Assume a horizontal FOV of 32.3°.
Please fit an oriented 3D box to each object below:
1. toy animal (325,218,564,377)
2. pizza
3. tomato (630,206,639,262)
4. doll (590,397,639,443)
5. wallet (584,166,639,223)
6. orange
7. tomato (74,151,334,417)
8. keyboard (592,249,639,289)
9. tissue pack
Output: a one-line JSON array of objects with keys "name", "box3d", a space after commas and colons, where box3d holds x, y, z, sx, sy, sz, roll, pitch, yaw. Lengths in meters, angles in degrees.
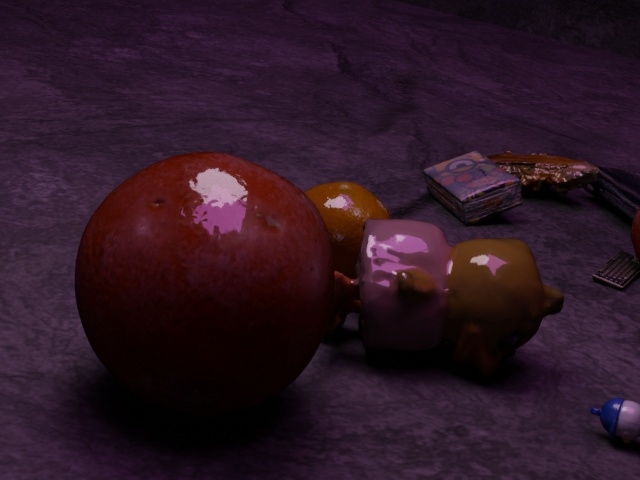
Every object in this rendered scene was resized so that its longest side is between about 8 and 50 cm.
[{"name": "toy animal", "box3d": [0.143, 0.063, 1.301, 0.281, 0.169, 0.195, 13, -13, 5]}, {"name": "pizza", "box3d": [0.376, -0.115, 1.945, 0.226, 0.069, 0.147, 4, 13, 12]}, {"name": "tomato", "box3d": [0.511, -0.002, 1.643, 0.091, 0.139, 0.159, -13, 30, 22]}, {"name": "doll", "box3d": [0.356, 0.200, 1.169, 0.143, 0.058, 0.099, 16, 2, 21]}, {"name": "wallet", "box3d": [0.611, -0.058, 1.902, 0.262, 0.071, 0.221, 5, 17, -16]}, {"name": "orange", "box3d": [0.022, -0.005, 1.431, 0.156, 0.156, 0.124, 10, 43, 7]}, {"name": "tomato", "box3d": [-0.114, 0.050, 1.108, 0.265, 0.265, 0.265, 7, 22, -3]}, {"name": "keyboard", "box3d": [0.446, 0.043, 1.644, 0.049, 0.015, 0.129, 20, 24, 27]}, {"name": "tissue pack", "box3d": [0.248, -0.089, 1.813, 0.108, 0.060, 0.148, -21, 29, -11]}]
